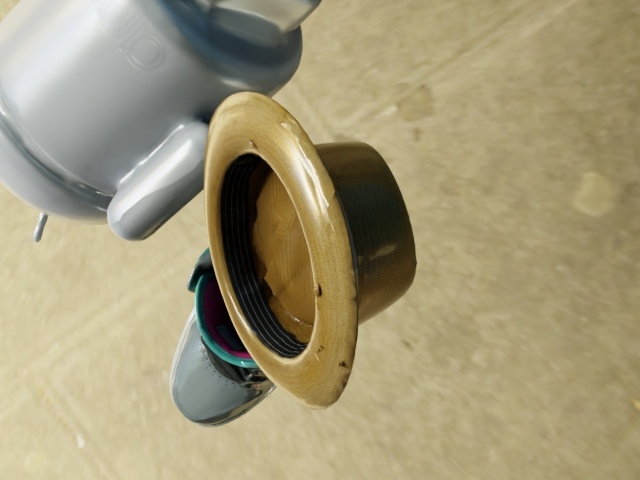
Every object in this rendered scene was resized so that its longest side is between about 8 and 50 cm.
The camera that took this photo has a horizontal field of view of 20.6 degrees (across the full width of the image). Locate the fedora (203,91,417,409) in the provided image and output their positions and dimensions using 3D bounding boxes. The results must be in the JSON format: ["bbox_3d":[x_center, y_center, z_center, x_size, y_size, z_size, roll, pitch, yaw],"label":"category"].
[{"bbox_3d":[0.000,0.000,0.985,0.079,0.194,0.194,-16,95,-23],"label":"fedora"}]

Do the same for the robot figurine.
[{"bbox_3d":[-0.156,-0.148,1.449,0.200,0.300,0.353,18,133,-41],"label":"robot figurine"}]

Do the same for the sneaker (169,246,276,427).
[{"bbox_3d":[-0.062,0.075,1.486,0.124,0.178,0.295,39,117,6],"label":"sneaker"}]
